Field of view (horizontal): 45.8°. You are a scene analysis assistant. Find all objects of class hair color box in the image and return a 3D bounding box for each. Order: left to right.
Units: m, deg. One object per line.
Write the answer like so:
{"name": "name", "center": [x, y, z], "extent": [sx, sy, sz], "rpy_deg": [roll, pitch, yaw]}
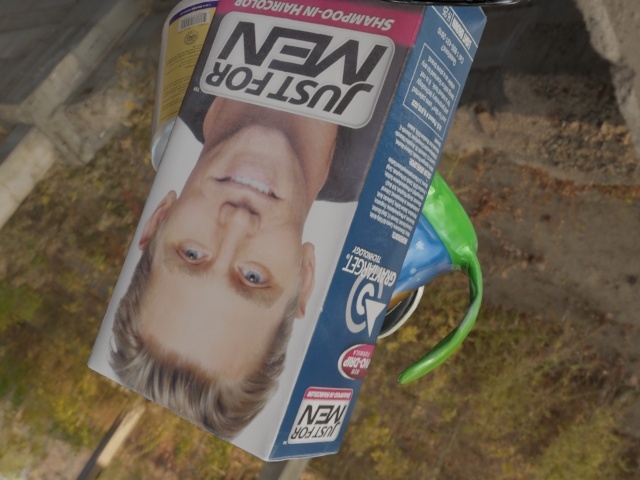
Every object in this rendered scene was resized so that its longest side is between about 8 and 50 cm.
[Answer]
{"name": "hair color box", "center": [-0.023, -0.037, 0.559], "extent": [0.173, 0.347, 0.105], "rpy_deg": [18, 178, 30]}

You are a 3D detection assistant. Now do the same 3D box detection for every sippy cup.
{"name": "sippy cup", "center": [0.000, 0.000, 0.775], "extent": [0.240, 0.224, 0.305], "rpy_deg": [52, 174, -36]}

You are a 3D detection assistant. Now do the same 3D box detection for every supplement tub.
{"name": "supplement tub", "center": [-0.148, -0.205, 1.227], "extent": [0.241, 0.331, 0.241], "rpy_deg": [0, 157, 0]}

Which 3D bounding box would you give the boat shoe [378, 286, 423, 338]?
{"name": "boat shoe", "center": [0.044, 0.099, 1.027], "extent": [0.079, 0.084, 0.233], "rpy_deg": [7, 146, -46]}

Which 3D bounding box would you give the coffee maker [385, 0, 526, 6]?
{"name": "coffee maker", "center": [0.055, -0.194, 0.321], "extent": [0.120, 0.171, 0.178], "rpy_deg": [21, 144, 19]}
